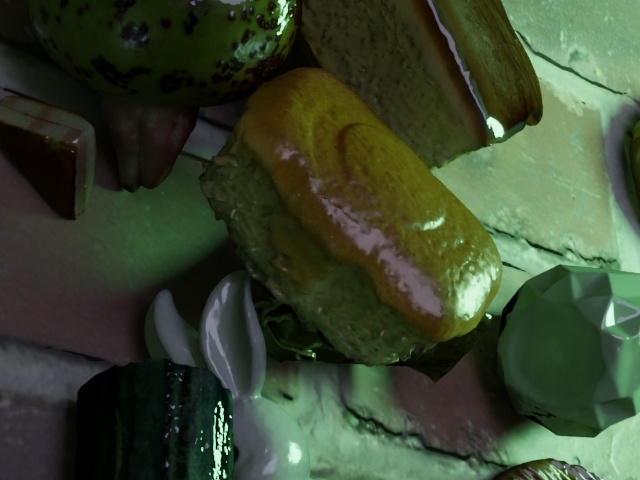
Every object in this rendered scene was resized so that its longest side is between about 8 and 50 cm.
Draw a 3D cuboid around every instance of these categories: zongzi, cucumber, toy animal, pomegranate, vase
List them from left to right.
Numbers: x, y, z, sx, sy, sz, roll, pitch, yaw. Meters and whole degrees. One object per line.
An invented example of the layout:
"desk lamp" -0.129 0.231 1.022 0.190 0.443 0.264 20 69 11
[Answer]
"cucumber" -0.121 0.148 1.272 0.062 0.116 0.115 86 3 -59
"pomegranate" -0.122 -0.156 1.396 0.214 0.214 0.248 -12 113 -51
"toy animal" -0.071 0.141 1.346 0.131 0.103 0.221 -37 99 -50
"zongzi" 0.000 0.000 1.523 0.247 0.111 0.241 5 48 -40
"vase" 0.312 0.094 1.776 0.360 0.165 0.165 -7 76 -55

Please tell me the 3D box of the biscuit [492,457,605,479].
"biscuit" 0.239 0.353 1.636 0.318 0.040 0.318 26 52 -39

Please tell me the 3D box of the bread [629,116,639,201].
"bread" 0.437 -0.078 2.040 0.213 0.104 0.213 23 54 -36

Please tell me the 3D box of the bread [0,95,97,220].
"bread" -0.197 -0.069 1.350 0.109 0.062 0.043 53 39 -19

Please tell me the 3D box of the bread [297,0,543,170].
"bread" 0.063 -0.221 1.580 0.333 0.143 0.323 61 17 -1

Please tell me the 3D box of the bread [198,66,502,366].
"bread" 0.025 -0.015 1.370 0.245 0.121 0.174 45 40 3
